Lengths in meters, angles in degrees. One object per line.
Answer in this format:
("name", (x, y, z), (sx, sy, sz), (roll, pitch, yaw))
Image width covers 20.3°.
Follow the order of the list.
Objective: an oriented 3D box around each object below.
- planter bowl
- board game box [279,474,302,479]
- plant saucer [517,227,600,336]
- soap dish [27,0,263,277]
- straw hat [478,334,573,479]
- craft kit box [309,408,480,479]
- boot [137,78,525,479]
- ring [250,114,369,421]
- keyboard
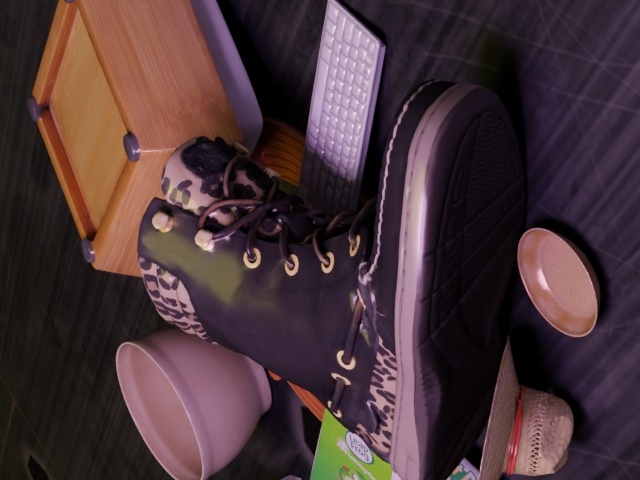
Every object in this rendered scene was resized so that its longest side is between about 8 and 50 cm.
("planter bowl", (-0.118, 0.153, 1.804), (0.162, 0.109, 0.162), (44, 149, 35))
("board game box", (-0.042, 0.333, 1.835), (0.026, 0.103, 0.154), (7, 119, 60))
("plant saucer", (0.170, 0.027, 1.250), (0.083, 0.015, 0.083), (43, 147, 37))
("soap dish", (-0.164, -0.114, 1.593), (0.229, 0.118, 0.291), (67, 155, 18))
("straw hat", (0.155, 0.141, 1.321), (0.061, 0.144, 0.144), (11, 137, 7))
("craft kit box", (0.092, 0.265, 1.542), (0.250, 0.061, 0.246), (43, 146, 23))
("boot", (0.000, 0.000, 1.336), (0.284, 0.138, 0.377), (28, 145, 26))
("ring", (-0.009, 0.048, 1.592), (0.336, 0.032, 0.336), (43, 147, 37))
("keyboard", (0.009, -0.067, 1.422), (0.072, 0.014, 0.256), (42, 137, 36))
